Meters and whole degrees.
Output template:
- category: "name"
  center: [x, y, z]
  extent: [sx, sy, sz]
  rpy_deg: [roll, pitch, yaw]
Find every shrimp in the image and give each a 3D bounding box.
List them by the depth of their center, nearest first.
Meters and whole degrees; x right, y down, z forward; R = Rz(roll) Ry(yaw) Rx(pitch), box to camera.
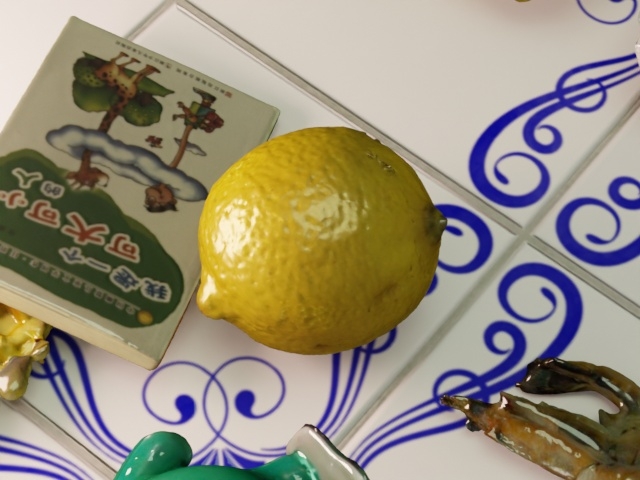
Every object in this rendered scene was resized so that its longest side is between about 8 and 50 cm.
- category: "shrimp"
  center: [0.257, 0.174, 1.818]
  extent: [0.254, 0.059, 0.145]
  rpy_deg: [26, 58, 11]

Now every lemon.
- category: "lemon"
  center: [-0.009, 0.002, 1.807]
  extent: [0.253, 0.228, 0.228]
  rpy_deg: [-11, 60, -10]

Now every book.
- category: "book"
  center: [-0.219, -0.062, 1.890]
  extent: [0.260, 0.043, 0.371]
  rpy_deg: [24, 52, -1]

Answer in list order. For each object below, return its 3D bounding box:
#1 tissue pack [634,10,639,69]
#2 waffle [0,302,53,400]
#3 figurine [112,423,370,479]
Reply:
- category: "tissue pack"
  center: [0.540, -0.245, 1.968]
  extent: [0.338, 0.160, 0.242]
  rpy_deg: [7, 53, 32]
- category: "waffle"
  center: [-0.410, 0.059, 1.833]
  extent: [0.329, 0.062, 0.329]
  rpy_deg: [3, 58, -4]
- category: "figurine"
  center: [-0.112, 0.317, 1.606]
  extent: [0.340, 0.231, 0.323]
  rpy_deg: [-24, 62, -24]
